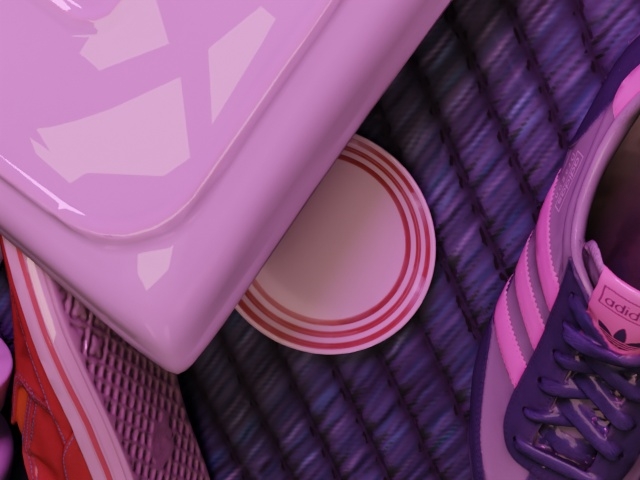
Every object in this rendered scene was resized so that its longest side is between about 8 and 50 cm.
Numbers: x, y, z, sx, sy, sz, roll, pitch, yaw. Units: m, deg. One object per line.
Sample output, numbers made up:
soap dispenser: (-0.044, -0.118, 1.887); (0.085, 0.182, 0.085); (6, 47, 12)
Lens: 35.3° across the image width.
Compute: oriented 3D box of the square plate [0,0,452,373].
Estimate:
square plate: (-0.113, -0.166, 0.492); (0.347, 0.049, 0.344); (37, 100, 5)

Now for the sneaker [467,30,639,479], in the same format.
sneaker: (0.141, 0.042, 0.508); (0.112, 0.131, 0.319); (16, 110, 12)

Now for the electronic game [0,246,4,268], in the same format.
electronic game: (-0.296, -0.058, 0.659); (0.229, 0.048, 0.229); (8, 115, 17)

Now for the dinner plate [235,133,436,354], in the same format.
dinner plate: (0.000, 0.000, 0.601); (0.141, 0.017, 0.141); (5, 107, 17)

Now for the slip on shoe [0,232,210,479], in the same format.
slip on shoe: (-0.149, 0.083, 0.622); (0.101, 0.123, 0.331); (-4, 109, 22)

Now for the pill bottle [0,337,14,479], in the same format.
pill bottle: (-0.285, 0.174, 0.675); (0.136, 0.136, 0.245); (25, 111, 9)
